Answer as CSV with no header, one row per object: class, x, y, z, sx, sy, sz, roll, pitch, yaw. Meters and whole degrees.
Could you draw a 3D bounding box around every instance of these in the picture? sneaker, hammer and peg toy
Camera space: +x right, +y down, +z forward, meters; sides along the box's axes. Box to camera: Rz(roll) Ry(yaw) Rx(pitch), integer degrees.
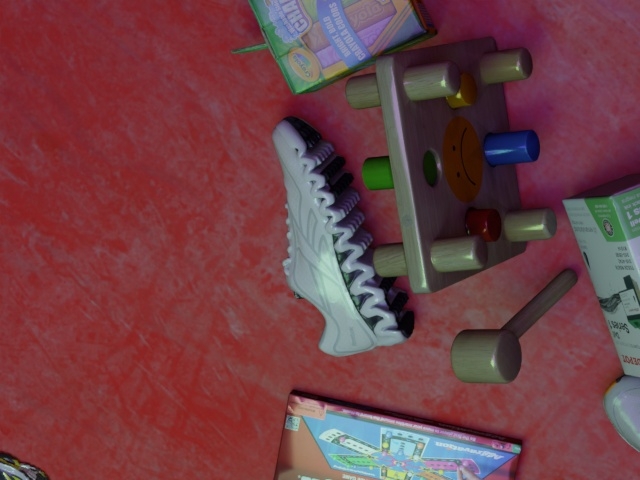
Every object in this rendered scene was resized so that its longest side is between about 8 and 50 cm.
sneaker,-0.373,0.294,2.022,0.083,0.031,0.035,29,115,9
sneaker,0.000,0.000,1.883,0.118,0.110,0.292,-22,93,21
hammer and peg toy,0.157,-0.036,1.784,0.127,0.266,0.361,-6,98,32
sneaker,0.431,0.247,1.832,0.262,0.121,0.099,38,101,3

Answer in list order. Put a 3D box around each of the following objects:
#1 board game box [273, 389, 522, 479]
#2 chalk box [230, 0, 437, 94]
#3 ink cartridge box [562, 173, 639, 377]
board game box,0.088,0.278,1.942,0.281,0.027,0.145,11,101,8
chalk box,0.005,-0.244,1.830,0.213,0.132,0.132,-25,93,13
ink cartridge box,0.364,0.041,1.787,0.093,0.160,0.219,-21,93,-10
